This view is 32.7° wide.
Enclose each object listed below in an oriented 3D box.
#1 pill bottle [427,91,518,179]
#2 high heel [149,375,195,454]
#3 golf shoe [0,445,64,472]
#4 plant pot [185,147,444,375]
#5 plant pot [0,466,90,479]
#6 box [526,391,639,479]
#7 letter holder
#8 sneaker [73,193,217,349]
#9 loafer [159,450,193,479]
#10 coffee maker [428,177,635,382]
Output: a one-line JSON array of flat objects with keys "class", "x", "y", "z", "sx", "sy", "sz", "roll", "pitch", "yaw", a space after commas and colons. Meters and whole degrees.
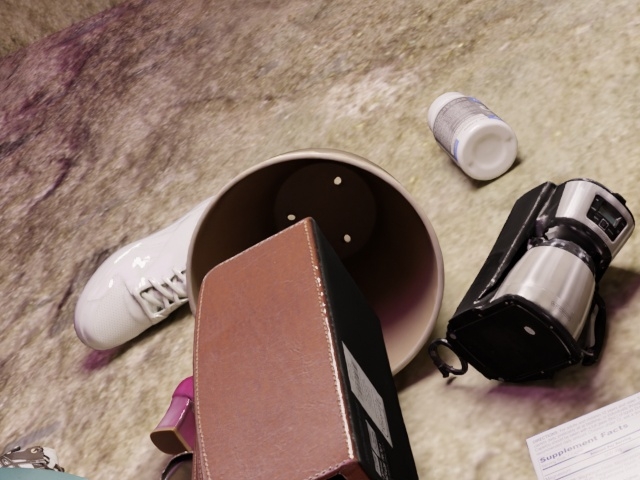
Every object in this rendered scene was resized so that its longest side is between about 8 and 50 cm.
[{"class": "pill bottle", "x": 0.186, "y": -0.135, "z": 1.365, "sx": 0.078, "sy": 0.078, "sz": 0.137, "roll": -32, "pitch": 29, "yaw": 1}, {"class": "high heel", "x": -0.066, "y": 0.174, "z": 1.155, "sx": 0.244, "sy": 0.082, "sz": 0.117, "roll": -14, "pitch": 28, "yaw": 40}, {"class": "golf shoe", "x": -0.324, "y": 0.272, "z": 1.242, "sx": 0.198, "sy": 0.077, "sz": 0.094, "roll": 0, "pitch": 42, "yaw": 42}, {"class": "plant pot", "x": 0.000, "y": 0.000, "z": 1.205, "sx": 0.256, "sy": 0.256, "sz": 0.274, "roll": -27, "pitch": 14, "yaw": 10}, {"class": "plant pot", "x": -0.318, "y": 0.310, "z": 1.028, "sx": 0.234, "sy": 0.166, "sz": 0.165, "roll": -17, "pitch": 8, "yaw": 22}, {"class": "box", "x": 0.237, "y": 0.194, "z": 0.826, "sx": 0.126, "sy": 0.072, "sz": 0.137, "roll": -25, "pitch": 31, "yaw": 13}, {"class": "letter holder", "x": -0.051, "y": 0.161, "z": 0.936, "sx": 0.214, "sy": 0.152, "sz": 0.302, "roll": -26, "pitch": 35, "yaw": 11}, {"class": "sneaker", "x": -0.179, "y": 0.045, "z": 1.414, "sx": 0.292, "sy": 0.108, "sz": 0.169, "roll": -41, "pitch": 27, "yaw": -18}, {"class": "loafer", "x": -0.144, "y": 0.280, "z": 1.053, "sx": 0.080, "sy": 0.078, "sz": 0.220, "roll": -21, "pitch": 31, "yaw": 19}, {"class": "coffee maker", "x": 0.199, "y": 0.037, "z": 1.053, "sx": 0.171, "sy": 0.120, "sz": 0.178, "roll": -3, "pitch": 40, "yaw": 42}]
